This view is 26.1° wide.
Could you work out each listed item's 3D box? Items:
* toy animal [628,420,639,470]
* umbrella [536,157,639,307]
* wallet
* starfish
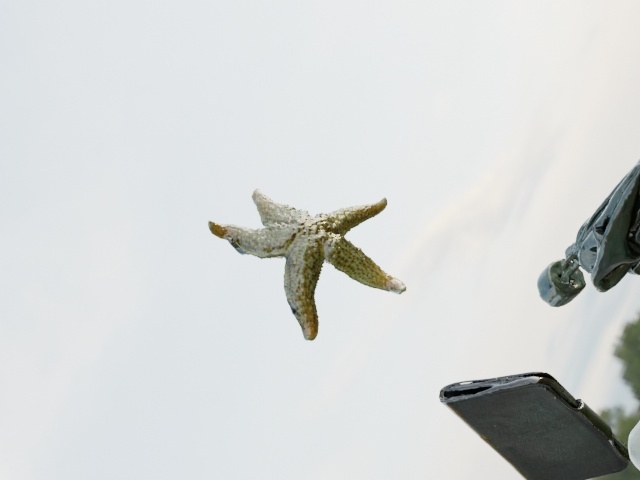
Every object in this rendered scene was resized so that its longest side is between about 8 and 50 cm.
[{"bbox_3d":[0.314,0.170,0.772,0.180,0.181,0.363,-26,-29,18],"label":"toy animal"},{"bbox_3d":[0.316,-0.029,1.323,0.143,0.094,0.349,-13,-26,-34],"label":"umbrella"},{"bbox_3d":[0.310,0.266,1.942,0.318,0.172,0.045,42,-139,-43],"label":"wallet"},{"bbox_3d":[0.000,0.000,1.400,0.176,0.208,0.053,-35,-26,-32],"label":"starfish"}]
